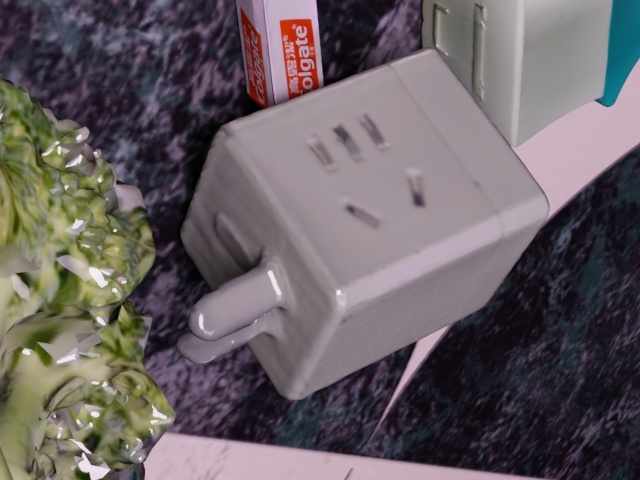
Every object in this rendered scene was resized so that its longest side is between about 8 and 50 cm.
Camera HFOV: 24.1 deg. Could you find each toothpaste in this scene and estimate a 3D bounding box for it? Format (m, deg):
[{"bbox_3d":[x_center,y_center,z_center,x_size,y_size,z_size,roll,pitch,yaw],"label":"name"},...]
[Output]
[{"bbox_3d":[-0.026,-0.163,0.866,0.047,0.040,0.196,-27,136,-23],"label":"toothpaste"}]

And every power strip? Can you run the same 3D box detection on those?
[{"bbox_3d":[0.000,0.000,0.910,0.224,0.140,0.139,-23,159,-28],"label":"power strip"}]

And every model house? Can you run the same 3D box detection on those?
[{"bbox_3d":[0.152,-0.153,0.992,0.149,0.100,0.127,-25,134,-25],"label":"model house"}]

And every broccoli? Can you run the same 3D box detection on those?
[{"bbox_3d":[-0.221,0.071,0.691,0.249,0.302,0.375,-8,152,17],"label":"broccoli"}]
